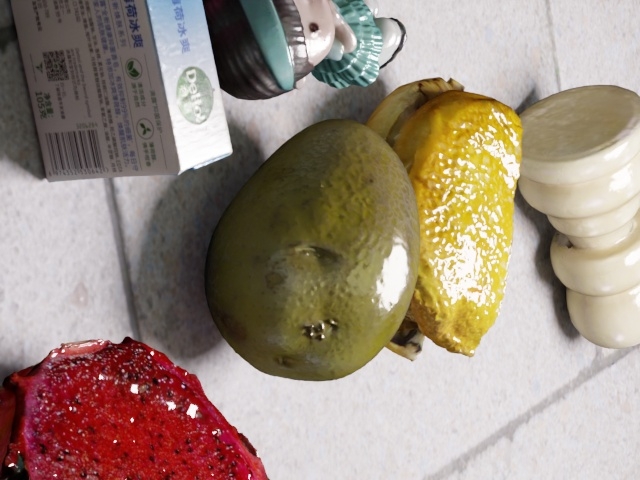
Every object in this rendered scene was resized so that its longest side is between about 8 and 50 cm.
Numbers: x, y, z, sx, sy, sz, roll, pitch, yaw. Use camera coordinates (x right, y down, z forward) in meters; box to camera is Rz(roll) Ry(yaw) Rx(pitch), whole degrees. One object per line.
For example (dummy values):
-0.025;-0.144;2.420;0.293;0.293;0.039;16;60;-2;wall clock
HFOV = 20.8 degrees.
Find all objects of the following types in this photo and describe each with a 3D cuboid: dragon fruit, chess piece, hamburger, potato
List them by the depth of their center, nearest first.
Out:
-0.171;0.178;1.301;0.261;0.163;0.189;13;106;-50;dragon fruit
0.000;0.000;1.522;0.174;0.159;0.251;38;52;-28;potato
0.090;-0.036;1.670;0.156;0.144;0.283;22;69;-41;hamburger
0.320;-0.009;1.982;0.167;0.167;0.300;-51;132;-42;chess piece

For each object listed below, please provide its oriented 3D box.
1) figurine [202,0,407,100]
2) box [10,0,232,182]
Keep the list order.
-0.026;-0.191;1.549;0.138;0.110;0.245;51;28;18;figurine
-0.157;-0.148;1.329;0.073;0.139;0.194;-25;109;-52;box
